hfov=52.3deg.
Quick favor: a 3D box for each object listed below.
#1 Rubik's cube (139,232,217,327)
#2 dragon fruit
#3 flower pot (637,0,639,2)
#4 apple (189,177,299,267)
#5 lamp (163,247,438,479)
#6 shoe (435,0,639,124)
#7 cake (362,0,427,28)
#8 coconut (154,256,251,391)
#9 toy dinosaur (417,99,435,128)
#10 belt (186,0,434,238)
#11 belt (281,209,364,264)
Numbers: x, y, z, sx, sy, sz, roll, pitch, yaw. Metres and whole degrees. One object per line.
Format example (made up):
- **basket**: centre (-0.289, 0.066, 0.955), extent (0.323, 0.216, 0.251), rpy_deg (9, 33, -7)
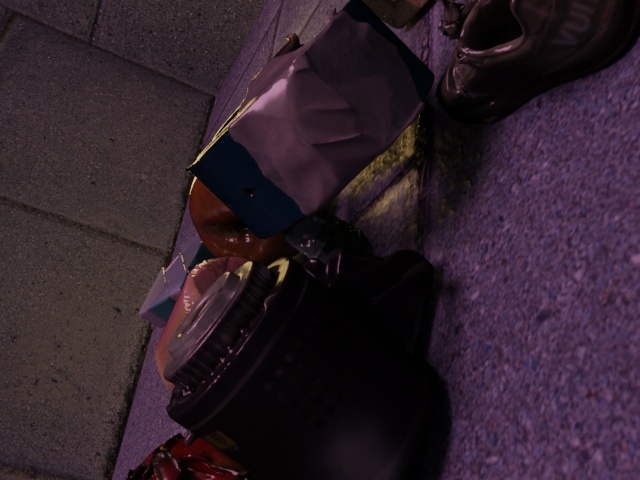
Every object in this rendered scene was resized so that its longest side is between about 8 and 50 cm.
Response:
- **Rubik's cube**: centre (-0.228, 0.123, 1.379), extent (0.224, 0.213, 0.265), rpy_deg (-26, 34, 44)
- **dragon fruit**: centre (-0.148, 0.377, 0.908), extent (0.293, 0.234, 0.233), rpy_deg (-16, 54, 49)
- **flower pot**: centre (0.277, -0.278, 0.472), extent (0.191, 0.191, 0.173), rpy_deg (144, 129, -58)
- **apple**: centre (-0.123, -0.067, 1.221), extent (0.261, 0.261, 0.194), rpy_deg (-52, 9, 41)
- **lamp**: centre (-0.030, 0.159, 0.682), extent (0.205, 0.272, 0.374), rpy_deg (-28, 46, 65)
- **shoe**: centre (0.176, -0.214, 0.694), extent (0.293, 0.149, 0.109), rpy_deg (-11, 62, 67)
- **cake**: centre (0.072, -0.466, 1.062), extent (0.158, 0.284, 0.172), rpy_deg (-38, 53, 57)
- **coconut**: centre (-0.154, 0.170, 1.101), extent (0.233, 0.233, 0.245), rpy_deg (-94, 24, -50)
- **toy dinosaur**: centre (0.085, -0.300, 1.124), extent (0.301, 0.087, 0.447), rpy_deg (-44, 38, 52)
- **belt**: centre (-0.025, -0.154, 0.884), extent (0.300, 0.173, 0.436), rpy_deg (-49, 9, -9)
- **belt**: centre (0.000, 0.000, 0.992), extent (0.079, 0.121, 0.151), rpy_deg (-65, 20, 8)
